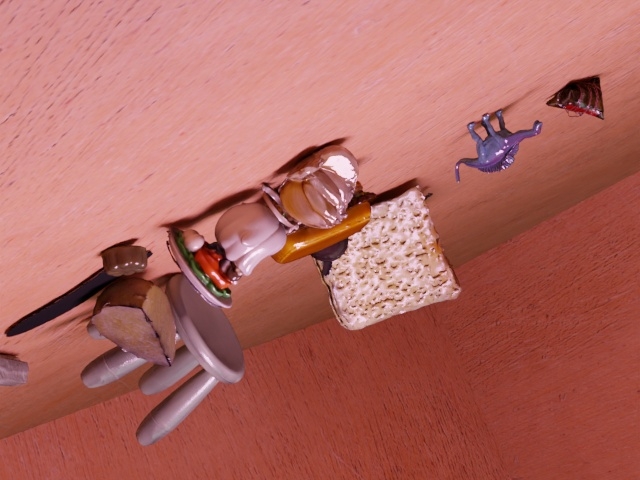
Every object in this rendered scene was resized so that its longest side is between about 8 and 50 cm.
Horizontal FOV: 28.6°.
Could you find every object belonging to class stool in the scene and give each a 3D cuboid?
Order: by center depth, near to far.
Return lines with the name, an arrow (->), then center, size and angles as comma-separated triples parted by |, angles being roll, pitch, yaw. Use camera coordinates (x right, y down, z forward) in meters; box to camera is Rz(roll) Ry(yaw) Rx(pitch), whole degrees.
stool -> -0.252, 0.179, 1.997 | 0.198, 0.195, 0.195 | -30, -153, 11

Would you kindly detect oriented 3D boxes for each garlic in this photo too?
garlic -> 0.002, -0.070, 1.557 | 0.113, 0.094, 0.074 | -36, -150, 27

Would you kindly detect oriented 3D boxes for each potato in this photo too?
potato -> -0.268, 0.105, 1.840 | 0.100, 0.089, 0.172 | 1, 147, 16

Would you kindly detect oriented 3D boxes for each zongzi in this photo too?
zongzi -> 0.370, -0.209, 1.854 | 0.083, 0.067, 0.073 | 6, 167, -37

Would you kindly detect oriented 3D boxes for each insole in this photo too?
insole -> -0.349, 0.080, 1.789 | 0.322, 0.007, 0.109 | -31, 172, 40

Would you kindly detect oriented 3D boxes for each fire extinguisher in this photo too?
fire extinguisher -> 0.000, 0.000, 1.943 | 0.072, 0.089, 0.268 | 8, 173, 8

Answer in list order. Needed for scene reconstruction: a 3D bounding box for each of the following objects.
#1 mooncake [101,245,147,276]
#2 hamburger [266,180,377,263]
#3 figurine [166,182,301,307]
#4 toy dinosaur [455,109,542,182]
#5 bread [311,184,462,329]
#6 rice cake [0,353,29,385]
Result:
mooncake -> -0.382, 0.079, 1.550 | 0.346, 0.057, 0.150 | -30, 160, -1
hamburger -> -0.007, -0.038, 1.703 | 0.166, 0.087, 0.137 | -22, 172, -24
figurine -> -0.103, -0.006, 1.598 | 0.153, 0.132, 0.132 | -37, 170, 8
toy dinosaur -> 0.247, -0.138, 1.805 | 0.045, 0.080, 0.197 | -21, 173, -38
bread -> 0.093, -0.020, 2.227 | 0.248, 0.279, 0.315 | -23, -145, -3
rice cake -> -0.513, 0.204, 1.978 | 0.057, 0.052, 0.256 | -20, 172, -2
